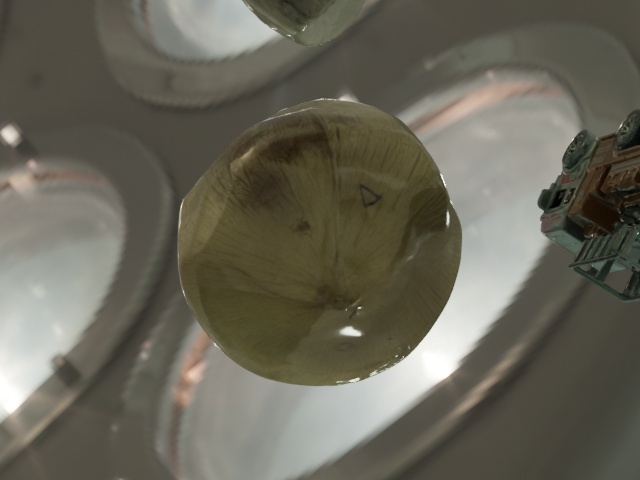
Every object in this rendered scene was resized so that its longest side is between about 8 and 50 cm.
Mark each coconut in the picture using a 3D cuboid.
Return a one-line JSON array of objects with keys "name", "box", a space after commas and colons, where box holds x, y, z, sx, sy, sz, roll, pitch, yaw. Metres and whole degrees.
[{"name": "coconut", "box": [0.000, 0.000, 1.344, 0.224, 0.224, 0.224, -22, -142, 19]}]

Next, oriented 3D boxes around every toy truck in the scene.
[{"name": "toy truck", "box": [0.209, -0.019, 1.257, 0.115, 0.080, 0.177, -61, -169, -12]}]

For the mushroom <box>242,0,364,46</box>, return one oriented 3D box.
[{"name": "mushroom", "box": [-0.052, -0.227, 1.191, 0.081, 0.223, 0.092, -27, 166, -40]}]
